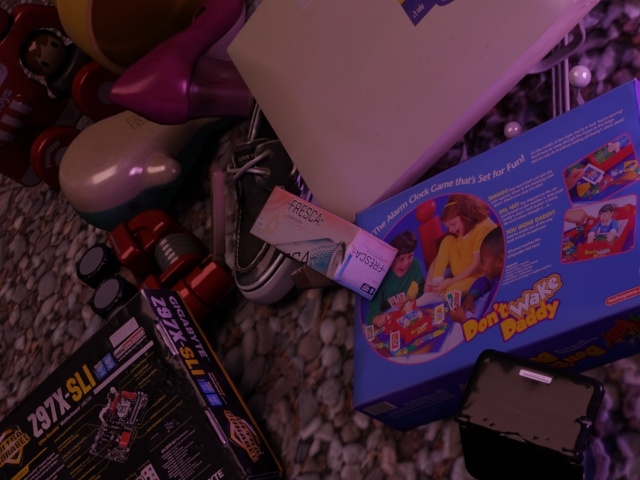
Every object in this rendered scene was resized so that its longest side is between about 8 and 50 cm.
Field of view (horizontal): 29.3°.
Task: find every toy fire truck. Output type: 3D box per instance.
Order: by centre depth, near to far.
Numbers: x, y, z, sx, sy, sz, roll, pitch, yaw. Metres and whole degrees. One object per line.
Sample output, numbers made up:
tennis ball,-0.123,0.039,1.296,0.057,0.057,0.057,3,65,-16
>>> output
toy fire truck,-0.182,0.015,1.551,0.246,0.158,0.217,-44,39,5
toy fire truck,-0.458,-0.239,1.935,0.302,0.254,0.169,-59,38,0

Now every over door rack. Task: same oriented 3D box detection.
over door rack,0.312,-0.243,1.197,0.324,0.108,0.239,-21,52,39

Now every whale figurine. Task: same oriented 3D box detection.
whale figurine,-0.230,-0.115,1.726,0.272,0.141,0.216,-35,37,-9

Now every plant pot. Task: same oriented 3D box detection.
plant pot,-0.312,-0.408,1.838,0.239,0.254,0.254,37,95,33

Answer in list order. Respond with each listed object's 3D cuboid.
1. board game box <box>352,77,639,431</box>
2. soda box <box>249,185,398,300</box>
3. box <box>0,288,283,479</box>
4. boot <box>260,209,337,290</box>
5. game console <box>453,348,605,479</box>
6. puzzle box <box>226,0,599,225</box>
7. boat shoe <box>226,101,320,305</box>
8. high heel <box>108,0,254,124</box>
board game box,0.185,0.023,1.181,0.347,0.078,0.233,-25,49,36
soda box,0.000,0.000,1.294,0.183,0.058,0.063,28,89,55
box,-0.229,0.252,1.410,0.322,0.079,0.257,-42,65,21
boot,-0.006,-0.001,1.401,0.087,0.118,0.042,-27,0,8
game console,0.187,0.166,1.072,0.122,0.071,0.107,14,73,36
puzzle box,0.078,-0.223,1.278,0.409,0.052,0.272,-44,69,41
boat shoe,-0.060,-0.089,1.498,0.121,0.119,0.335,-12,57,44
high heel,-0.192,-0.265,1.662,0.377,0.181,0.127,-108,24,-64
